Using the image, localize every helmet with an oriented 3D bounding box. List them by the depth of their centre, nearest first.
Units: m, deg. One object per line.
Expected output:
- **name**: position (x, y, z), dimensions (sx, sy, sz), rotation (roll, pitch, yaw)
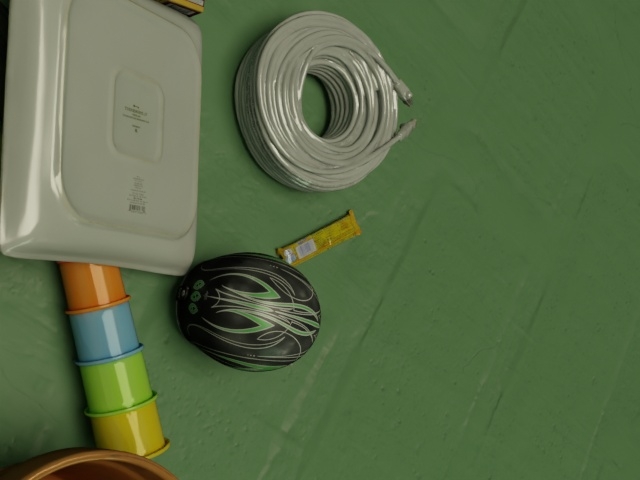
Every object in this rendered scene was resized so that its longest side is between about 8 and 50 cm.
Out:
- **helmet**: position (-0.085, 0.093, 1.235), dimensions (0.169, 0.162, 0.169), rotation (-13, 106, -53)

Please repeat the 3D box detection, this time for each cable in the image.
- **cable**: position (-0.002, -0.197, 1.366), dimensions (0.257, 0.089, 0.257), rotation (-47, 116, -29)

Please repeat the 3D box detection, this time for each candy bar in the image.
- **candy bar**: position (0.000, 0.000, 1.407), dimensions (0.161, 0.018, 0.040), rotation (-27, 102, -36)

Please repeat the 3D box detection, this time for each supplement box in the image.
- **supplement box**: position (-0.181, -0.341, 1.252), dimensions (0.055, 0.043, 0.083), rotation (12, 82, -38)

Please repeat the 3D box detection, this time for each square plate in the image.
- **square plate**: position (-0.228, -0.140, 1.110), dimensions (0.347, 0.049, 0.343), rotation (13, 77, -64)

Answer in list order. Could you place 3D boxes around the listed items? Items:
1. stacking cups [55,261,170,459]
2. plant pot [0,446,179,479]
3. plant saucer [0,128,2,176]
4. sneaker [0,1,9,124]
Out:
- **stacking cups**: position (-0.254, 0.107, 1.155), dimensions (0.096, 0.096, 0.316), rotation (-13, 96, -38)
- **plant pot**: position (-0.294, 0.359, 1.044), dimensions (0.291, 0.203, 0.290), rotation (1, 89, -38)
- **plant saucer**: position (-0.438, -0.098, 0.977), dimensions (0.241, 0.037, 0.241), rotation (27, 36, -22)
- **sneaker**: position (-0.399, -0.231, 1.042), dimensions (0.130, 0.109, 0.286), rotation (-28, 91, -23)
